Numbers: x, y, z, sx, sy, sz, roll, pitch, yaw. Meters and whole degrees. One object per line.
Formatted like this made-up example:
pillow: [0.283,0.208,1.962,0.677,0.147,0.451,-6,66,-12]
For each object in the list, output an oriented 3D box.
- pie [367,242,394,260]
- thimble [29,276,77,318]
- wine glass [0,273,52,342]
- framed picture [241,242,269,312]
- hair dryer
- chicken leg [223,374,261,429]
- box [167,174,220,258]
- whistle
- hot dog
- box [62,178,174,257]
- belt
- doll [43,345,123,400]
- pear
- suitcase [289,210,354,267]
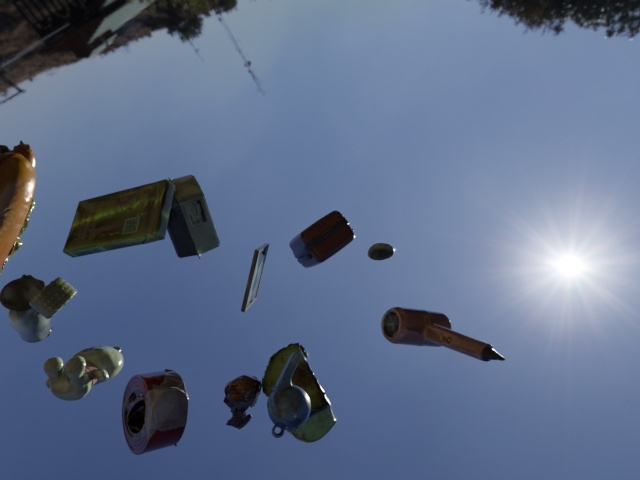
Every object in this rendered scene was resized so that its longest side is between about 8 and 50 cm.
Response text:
pie: [0.189,0.038,1.380,0.084,0.084,0.021,-17,-134,17]
thimble: [-0.638,0.136,1.058,0.084,0.062,0.110,-42,-165,1]
wine glass: [-0.774,0.189,1.171,0.222,0.103,0.103,121,-9,-48]
framed picture: [-0.208,0.115,1.417,0.015,0.203,0.150,15,-171,4]
hair dryer: [0.330,0.255,1.161,0.344,0.189,0.106,6,-95,61]
chicken leg: [-0.253,0.511,1.376,0.113,0.304,0.093,-10,-129,-27]
box: [-0.500,-0.086,1.651,0.166,0.290,0.220,-20,-141,-16]
whistle: [-0.053,0.303,0.850,0.090,0.090,0.158,0,-136,34]
hot dog: [-0.485,0.014,0.611,0.135,0.100,0.337,20,-98,37]
box: [-0.549,-0.058,1.203,0.311,0.043,0.173,-11,-120,18]
belt: [-0.497,0.511,1.322,0.324,0.115,0.227,-37,-118,44]
doll: [-0.609,0.340,1.148,0.155,0.113,0.275,-7,175,-3]
pear: [-0.066,0.484,1.358,0.164,0.255,0.238,-26,-131,-9]
suitcase: [0.000,0.000,1.938,0.236,0.161,0.297,-35,-178,-18]
